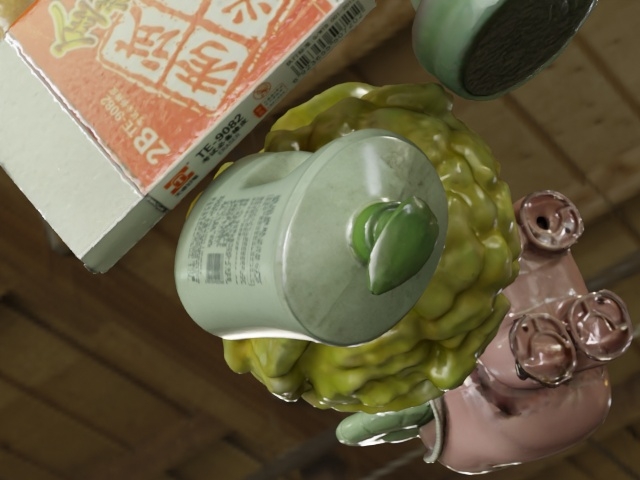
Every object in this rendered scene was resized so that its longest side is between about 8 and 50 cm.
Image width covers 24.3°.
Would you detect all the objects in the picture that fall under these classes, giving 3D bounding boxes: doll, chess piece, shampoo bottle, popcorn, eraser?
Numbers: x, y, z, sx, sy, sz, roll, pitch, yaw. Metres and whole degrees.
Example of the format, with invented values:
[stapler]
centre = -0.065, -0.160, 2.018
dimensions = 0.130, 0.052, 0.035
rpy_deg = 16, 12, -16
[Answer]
[doll]
centre = 0.158, 0.105, 1.375
dimensions = 0.284, 0.216, 0.268
rpy_deg = -15, -14, -30
[chess piece]
centre = 0.060, -0.231, 1.022
dimensions = 0.139, 0.271, 0.139
rpy_deg = -33, -24, -17
[shampoo bottle]
centre = 0.000, 0.000, 0.788
dimensions = 0.087, 0.118, 0.234
rpy_deg = 35, -14, -18
[popcorn]
centre = 0.017, 0.003, 1.033
dimensions = 0.212, 0.259, 0.259
rpy_deg = -14, -37, -30
[eraser]
centre = -0.099, -0.113, 0.891
dimensions = 0.230, 0.157, 0.038
rpy_deg = -44, -25, 3

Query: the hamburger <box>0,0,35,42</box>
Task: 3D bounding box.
[hamburger]
centre = -0.198, -0.118, 1.180
dimensions = 0.155, 0.207, 0.135
rpy_deg = -19, -14, -6
